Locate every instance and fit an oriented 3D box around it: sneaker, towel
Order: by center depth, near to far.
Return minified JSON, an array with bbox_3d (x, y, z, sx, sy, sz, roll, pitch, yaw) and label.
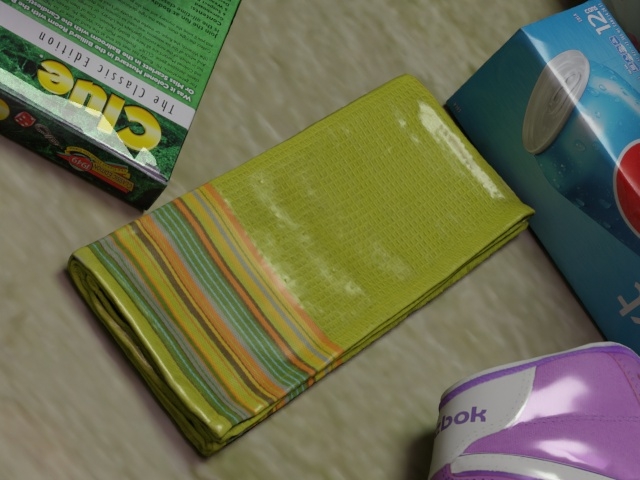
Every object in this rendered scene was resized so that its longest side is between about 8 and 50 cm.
[{"bbox_3d":[0.177,0.125,0.787,0.282,0.102,0.161,18,50,-22],"label":"sneaker"},{"bbox_3d":[0.000,0.000,0.803,0.237,0.021,0.102,-32,82,-42],"label":"towel"}]

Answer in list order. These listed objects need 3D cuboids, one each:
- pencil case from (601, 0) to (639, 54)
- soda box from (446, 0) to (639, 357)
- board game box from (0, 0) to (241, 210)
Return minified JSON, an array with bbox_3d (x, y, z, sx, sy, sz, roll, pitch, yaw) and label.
[{"bbox_3d":[0.222,-0.099,0.872,0.124,0.113,0.273,36,14,-25],"label":"pencil case"},{"bbox_3d":[0.157,-0.011,0.877,0.067,0.071,0.210,-26,77,-41],"label":"soda box"},{"bbox_3d":[-0.164,-0.128,0.775,0.260,0.030,0.136,30,47,-13],"label":"board game box"}]
